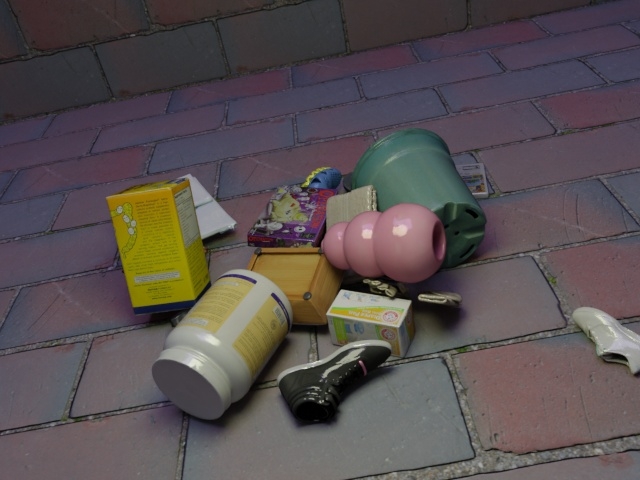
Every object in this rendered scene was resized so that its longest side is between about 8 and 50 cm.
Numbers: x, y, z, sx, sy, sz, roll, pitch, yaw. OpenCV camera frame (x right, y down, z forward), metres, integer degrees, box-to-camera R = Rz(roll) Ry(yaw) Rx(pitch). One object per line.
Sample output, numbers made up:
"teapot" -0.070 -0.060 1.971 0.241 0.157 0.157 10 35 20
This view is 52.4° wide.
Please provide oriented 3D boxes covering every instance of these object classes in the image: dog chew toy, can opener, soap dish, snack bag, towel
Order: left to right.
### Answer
"snack bag" -0.506 -0.089 2.244 0.323 0.037 0.342 -24 48 -26
"can opener" -0.341 0.222 1.884 0.186 0.073 0.059 -24 27 -32
"soap dish" -0.091 0.123 1.840 0.291 0.118 0.229 0 48 25
"towel" 0.095 -0.012 1.910 0.049 0.282 0.187 13 -19 -43
"dog chew toy" 0.154 0.011 1.704 0.332 0.206 0.206 -3 34 30

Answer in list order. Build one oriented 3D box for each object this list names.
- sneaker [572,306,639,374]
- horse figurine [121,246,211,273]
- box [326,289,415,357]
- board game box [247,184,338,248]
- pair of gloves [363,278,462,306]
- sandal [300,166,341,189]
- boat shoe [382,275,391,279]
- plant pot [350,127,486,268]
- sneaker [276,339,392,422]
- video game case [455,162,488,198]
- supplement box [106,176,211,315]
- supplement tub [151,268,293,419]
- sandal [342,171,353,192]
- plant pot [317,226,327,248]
"sneaker" 0.672 0.235 1.534 0.094 0.080 0.212 -39 42 -15
"horse figurine" -0.508 0.079 2.135 0.263 0.066 0.174 -29 34 -32
"box" 0.133 0.214 1.693 0.203 0.114 0.103 7 39 25
"board game box" -0.078 -0.075 2.030 0.208 0.056 0.347 9 31 9
"pair of gloves" 0.251 0.139 1.719 0.240 0.042 0.204 8 -4 29
"sandal" -0.022 -0.137 2.255 0.138 0.126 0.317 23 56 35
"boat shoe" 0.159 0.076 1.929 0.170 0.063 0.059 13 36 31
"plant pot" 0.307 -0.105 1.939 0.341 0.341 0.334 -18 43 -8
"sneaker" 0.048 0.344 1.552 0.296 0.104 0.147 -20 36 -1
"video game case" 0.461 -0.201 2.266 0.227 0.026 0.206 -4 35 11
"supplement box" -0.469 0.013 1.923 0.195 0.356 0.194 -8 13 6
"supplement tub" -0.242 0.256 1.640 0.241 0.241 0.331 8 39 27
"sandal" 0.175 -0.166 2.294 0.097 0.054 0.254 -39 52 -23
"plant pot" 0.000 0.000 2.078 0.081 0.081 0.083 -24 25 -16
